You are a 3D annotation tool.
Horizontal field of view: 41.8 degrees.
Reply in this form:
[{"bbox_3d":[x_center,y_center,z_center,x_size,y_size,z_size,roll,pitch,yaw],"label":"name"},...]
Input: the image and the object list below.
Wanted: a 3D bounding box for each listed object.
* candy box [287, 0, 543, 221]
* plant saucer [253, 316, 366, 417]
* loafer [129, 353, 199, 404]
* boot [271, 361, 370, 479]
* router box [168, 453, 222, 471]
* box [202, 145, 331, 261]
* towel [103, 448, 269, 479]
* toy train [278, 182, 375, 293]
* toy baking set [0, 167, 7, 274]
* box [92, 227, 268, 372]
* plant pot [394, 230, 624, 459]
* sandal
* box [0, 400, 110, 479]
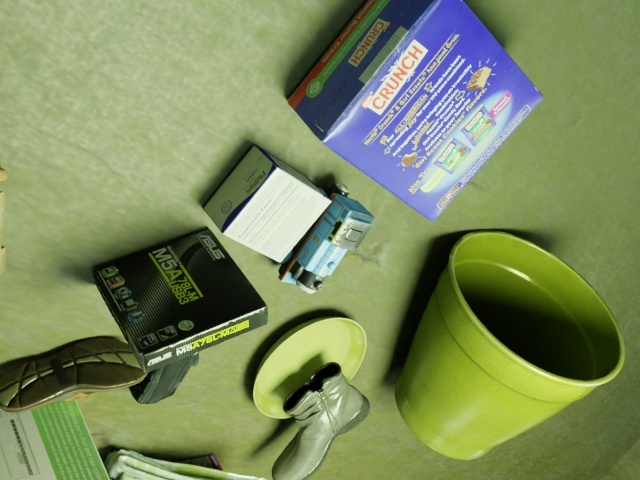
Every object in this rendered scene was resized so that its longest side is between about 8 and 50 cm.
[{"bbox_3d":[0.147,-0.209,1.239,0.268,0.122,0.317,-49,140,9],"label":"candy box"},{"bbox_3d":[-0.025,0.227,1.547,0.241,0.037,0.241,-22,135,-23],"label":"plant saucer"},{"bbox_3d":[-0.223,0.168,1.315,0.078,0.076,0.223,8,124,-48],"label":"loafer"},{"bbox_3d":[-0.030,0.340,1.566,0.246,0.083,0.161,-45,133,-5],"label":"boot"},{"bbox_3d":[-0.273,0.487,1.568,0.133,0.046,0.179,2,123,-38],"label":"router box"},{"bbox_3d":[-0.078,-0.052,1.234,0.126,0.072,0.137,-50,140,9],"label":"box"},{"bbox_3d":[-0.276,0.549,1.498,0.320,0.090,0.374,17,116,-17],"label":"towel"},{"bbox_3d":[0.000,0.000,1.316,0.080,0.105,0.184,17,113,-45],"label":"toy train"},{"bbox_3d":[-0.420,-0.002,0.962,0.256,0.030,0.197,-53,164,-80],"label":"toy baking set"},{"bbox_3d":[-0.196,0.076,1.163,0.184,0.191,0.045,-21,136,-21],"label":"box"},{"bbox_3d":[0.326,0.234,1.626,0.366,0.366,0.353,-3,137,-36],"label":"plant pot"},{"bbox_3d":[-0.364,0.206,1.227,0.219,0.090,0.060,-17,150,-28],"label":"sandal"},{"bbox_3d":[-0.462,0.329,1.139,0.322,0.232,0.058,-8,133,-33],"label":"box"}]
